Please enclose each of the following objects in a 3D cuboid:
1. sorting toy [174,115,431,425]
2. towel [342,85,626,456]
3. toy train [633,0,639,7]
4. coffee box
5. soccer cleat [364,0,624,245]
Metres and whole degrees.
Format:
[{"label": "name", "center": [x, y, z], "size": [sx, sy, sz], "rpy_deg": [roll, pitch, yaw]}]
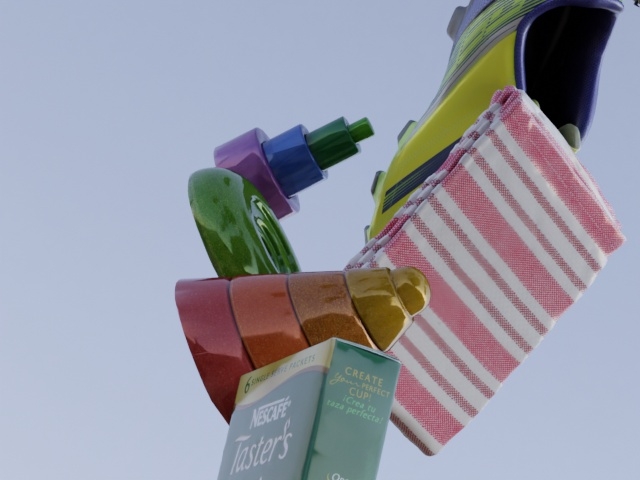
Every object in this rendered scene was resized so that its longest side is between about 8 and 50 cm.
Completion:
[{"label": "sorting toy", "center": [0.000, 0.000, 1.089], "size": [0.126, 0.365, 0.127], "rpy_deg": [-26, -69, 10]}, {"label": "towel", "center": [0.089, 0.021, 1.094], "size": [0.144, 0.197, 0.029], "rpy_deg": [48, -10, -35]}, {"label": "toy train", "center": [0.245, -0.215, 1.202], "size": [0.027, 0.158, 0.036], "rpy_deg": [33, -14, -3]}, {"label": "coffee box", "center": [-0.021, 0.143, 0.845], "size": [0.040, 0.184, 0.113], "rpy_deg": [21, -20, -20]}, {"label": "soccer cleat", "center": [0.113, -0.052, 1.196], "size": [0.093, 0.289, 0.121], "rpy_deg": [8, 19, -38]}]
